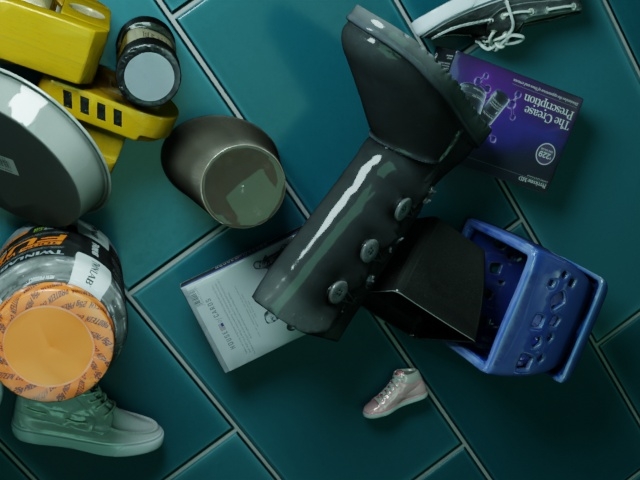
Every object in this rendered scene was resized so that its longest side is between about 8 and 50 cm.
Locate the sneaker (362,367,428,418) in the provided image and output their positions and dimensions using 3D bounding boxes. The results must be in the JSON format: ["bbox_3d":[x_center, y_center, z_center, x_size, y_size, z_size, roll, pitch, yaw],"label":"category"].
[{"bbox_3d":[0.136,0.284,1.644,0.134,0.051,0.070,-20,108,-13],"label":"sneaker"}]

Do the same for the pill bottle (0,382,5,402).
[{"bbox_3d":[-0.553,0.216,1.346,0.124,0.221,0.124,-4,106,-14],"label":"pill bottle"}]

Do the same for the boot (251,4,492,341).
[{"bbox_3d":[0.036,-0.077,1.310,0.445,0.146,0.367,-51,137,5],"label":"boot"}]

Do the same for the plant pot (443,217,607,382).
[{"bbox_3d":[0.364,0.115,1.565,0.212,0.236,0.236,16,100,-24],"label":"plant pot"}]

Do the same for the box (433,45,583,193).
[{"bbox_3d":[0.302,-0.210,1.525,0.261,0.103,0.184,15,103,-18],"label":"box"}]

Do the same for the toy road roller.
[{"bbox_3d":[-0.371,-0.236,1.287,0.329,0.202,0.240,19,110,-21],"label":"toy road roller"}]

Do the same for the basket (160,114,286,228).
[{"bbox_3d":[-0.142,-0.107,1.365,0.204,0.227,0.154,7,103,-16],"label":"basket"}]

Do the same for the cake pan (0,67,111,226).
[{"bbox_3d":[-0.444,-0.126,1.258,0.293,0.293,0.054,45,53,-21],"label":"cake pan"}]

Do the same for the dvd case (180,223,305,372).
[{"bbox_3d":[-0.093,0.100,1.472,0.239,0.029,0.179,-25,111,-4],"label":"dvd case"}]

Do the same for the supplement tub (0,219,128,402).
[{"bbox_3d":[-0.395,0.097,1.293,0.207,0.338,0.207,-4,106,-15],"label":"supplement tub"}]

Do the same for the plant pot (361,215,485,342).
[{"bbox_3d":[0.180,0.063,1.523,0.187,0.188,0.167,33,71,-23],"label":"plant pot"}]

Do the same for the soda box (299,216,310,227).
[{"bbox_3d":[0.000,0.000,1.518,0.210,0.067,0.071,-45,111,0],"label":"soda box"}]

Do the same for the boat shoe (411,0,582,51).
[{"bbox_3d":[0.305,-0.378,1.471,0.306,0.113,0.105,-21,95,-18],"label":"boat shoe"}]

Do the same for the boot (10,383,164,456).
[{"bbox_3d":[-0.389,0.288,1.477,0.258,0.095,0.123,9,110,-16],"label":"boot"}]
